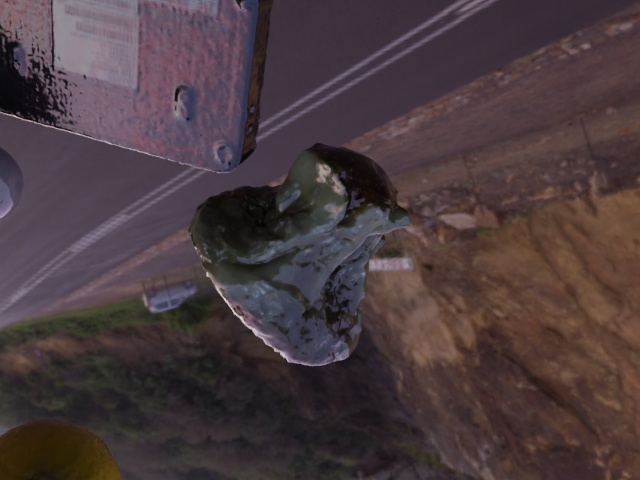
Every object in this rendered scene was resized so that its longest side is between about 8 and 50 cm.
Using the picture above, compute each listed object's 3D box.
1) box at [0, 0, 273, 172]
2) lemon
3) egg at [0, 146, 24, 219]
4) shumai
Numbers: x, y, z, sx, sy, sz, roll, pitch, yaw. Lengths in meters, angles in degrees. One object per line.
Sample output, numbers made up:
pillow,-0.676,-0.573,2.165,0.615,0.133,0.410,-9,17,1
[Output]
box,-0.228,-0.211,0.735,0.350,0.211,0.058,15,-153,12
lemon,-0.489,0.454,1.216,0.293,0.293,0.293,-16,176,-1
egg,-0.397,-0.065,0.755,0.135,0.103,0.103,7,176,1
shumai,0.000,0.000,1.209,0.323,0.324,0.397,-42,127,15
